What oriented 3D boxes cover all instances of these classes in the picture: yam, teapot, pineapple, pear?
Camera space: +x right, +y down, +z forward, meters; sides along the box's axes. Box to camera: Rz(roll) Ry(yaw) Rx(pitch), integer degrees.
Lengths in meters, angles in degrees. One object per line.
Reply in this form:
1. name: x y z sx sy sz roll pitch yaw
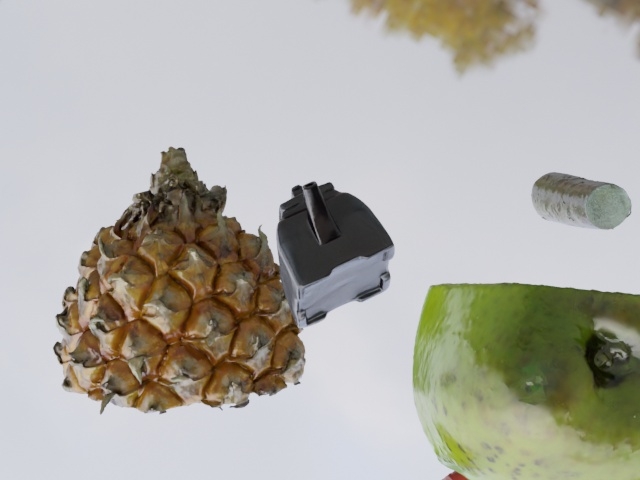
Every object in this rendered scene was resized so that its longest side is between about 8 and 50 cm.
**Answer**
1. yam: 0.266 -0.039 2.032 0.054 0.054 0.132 23 178 -21
2. teapot: 0.000 0.000 1.618 0.096 0.087 0.177 62 172 17
3. pineapple: -0.208 0.045 2.296 0.344 0.286 0.209 1 -167 30
4. pear: 0.189 0.114 1.411 0.292 0.159 0.292 7 174 1

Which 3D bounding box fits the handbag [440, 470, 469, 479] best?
1. handbag: 0.190 0.284 1.814 0.171 0.298 0.151 19 -122 -11
